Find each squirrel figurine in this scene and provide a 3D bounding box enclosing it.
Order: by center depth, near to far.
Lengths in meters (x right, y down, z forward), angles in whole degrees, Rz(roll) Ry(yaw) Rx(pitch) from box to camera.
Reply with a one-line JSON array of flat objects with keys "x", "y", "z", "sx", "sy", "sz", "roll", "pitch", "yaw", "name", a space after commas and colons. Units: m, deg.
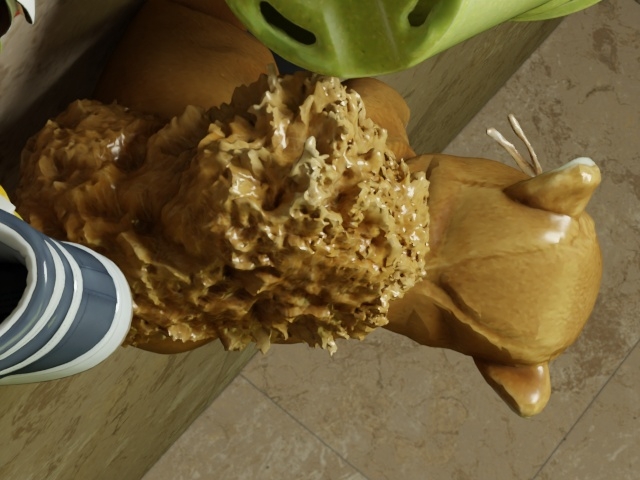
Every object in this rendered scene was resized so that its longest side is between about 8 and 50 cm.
[{"x": 0.000, "y": 0.000, "z": 1.237, "sx": 0.397, "sy": 0.370, "sz": 0.281, "roll": -21, "pitch": 128, "yaw": -70, "name": "squirrel figurine"}]

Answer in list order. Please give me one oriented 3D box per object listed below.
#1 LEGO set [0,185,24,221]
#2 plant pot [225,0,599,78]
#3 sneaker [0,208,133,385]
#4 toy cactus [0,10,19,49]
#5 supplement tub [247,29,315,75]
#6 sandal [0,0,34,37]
[{"x": -0.207, "y": 0.044, "z": 1.095, "sx": 0.087, "sy": 0.093, "sz": 0.227, "roll": -36, "pitch": 160, "yaw": -52, "name": "LEGO set"}, {"x": 0.061, "y": -0.225, "z": 1.104, "sx": 0.254, "sy": 0.276, "sz": 0.276, "roll": -43, "pitch": 169, "yaw": -50, "name": "plant pot"}, {"x": -0.251, "y": 0.050, "z": 0.943, "sx": 0.282, "sy": 0.099, "sz": 0.153, "roll": -15, "pitch": 168, "yaw": 5, "name": "sneaker"}, {"x": -0.239, "y": -0.055, "z": 0.902, "sx": 0.180, "sy": 0.112, "sz": 0.219, "roll": -45, "pitch": -175, "yaw": 31, "name": "toy cactus"}, {"x": -0.060, "y": -0.117, "z": 1.548, "sx": 0.106, "sy": 0.106, "sz": 0.198, "roll": -48, "pitch": 171, "yaw": -21, "name": "supplement tub"}, {"x": -0.163, "y": -0.096, "z": 0.765, "sx": 0.102, "sy": 0.076, "sz": 0.265, "roll": 4, "pitch": 95, "yaw": -60, "name": "sandal"}]
